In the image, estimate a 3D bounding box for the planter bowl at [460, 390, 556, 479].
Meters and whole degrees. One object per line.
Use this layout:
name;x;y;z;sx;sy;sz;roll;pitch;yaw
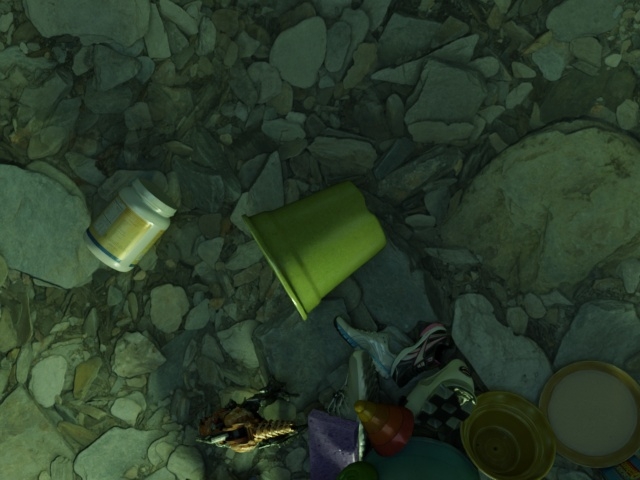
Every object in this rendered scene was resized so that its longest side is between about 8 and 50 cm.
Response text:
planter bowl;0.407;0.456;1.581;0.217;0.090;0.217;5;53;-7

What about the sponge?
sponge;0.031;0.494;1.622;0.117;0.031;0.210;11;120;23

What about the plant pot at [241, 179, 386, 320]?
plant pot;0.000;0.000;1.592;0.254;0.276;0.276;-30;86;-5

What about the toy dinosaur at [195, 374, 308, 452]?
toy dinosaur;-0.156;0.430;1.604;0.322;0.219;0.164;16;111;48

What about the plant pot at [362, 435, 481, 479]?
plant pot;0.200;0.607;1.492;0.272;0.255;0.271;6;122;10

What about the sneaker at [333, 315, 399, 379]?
sneaker;0.114;0.235;1.660;0.191;0.071;0.083;43;88;-2

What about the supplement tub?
supplement tub;-0.456;-0.040;1.693;0.144;0.144;0.199;42;94;6

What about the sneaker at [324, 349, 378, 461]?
sneaker;0.061;0.380;1.616;0.115;0.105;0.281;10;108;17

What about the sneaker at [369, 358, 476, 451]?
sneaker;0.240;0.401;1.620;0.122;0.146;0.330;37;118;-9

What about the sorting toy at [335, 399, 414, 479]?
sorting toy;0.050;0.482;1.491;0.126;0.127;0.365;41;76;-22

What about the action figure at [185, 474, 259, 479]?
action figure;-0.263;0.708;1.594;0.342;0.178;0.330;-19;58;-20

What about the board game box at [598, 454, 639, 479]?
board game box;0.723;0.626;1.450;0.086;0.302;0.308;-30;86;6

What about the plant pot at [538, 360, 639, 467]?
plant pot;0.616;0.391;1.591;0.237;0.032;0.236;-2;83;13

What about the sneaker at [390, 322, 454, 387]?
sneaker;0.237;0.273;1.619;0.178;0.072;0.077;-52;42;5
